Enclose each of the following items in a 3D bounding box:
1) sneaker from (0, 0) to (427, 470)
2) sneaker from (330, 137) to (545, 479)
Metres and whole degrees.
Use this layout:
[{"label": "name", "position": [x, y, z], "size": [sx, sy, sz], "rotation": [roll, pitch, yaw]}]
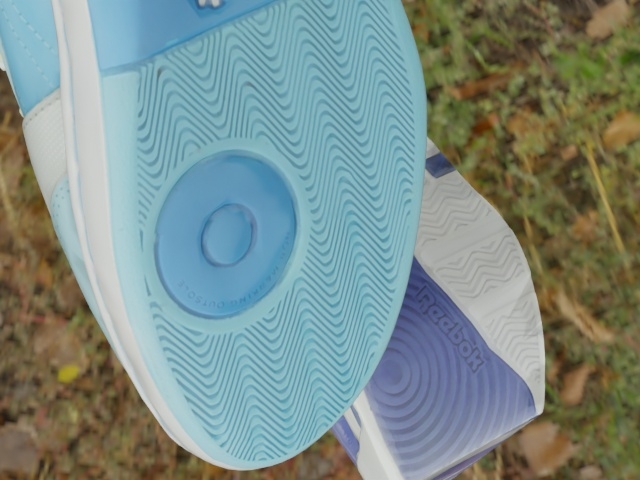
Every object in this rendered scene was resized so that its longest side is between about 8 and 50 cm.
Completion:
[{"label": "sneaker", "position": [-0.082, -0.089, 0.533], "size": [0.127, 0.208, 0.319], "rotation": [-21, 109, -35]}, {"label": "sneaker", "position": [-0.001, -0.001, 0.905], "size": [0.127, 0.315, 0.182], "rotation": [-20, 167, -24]}]
